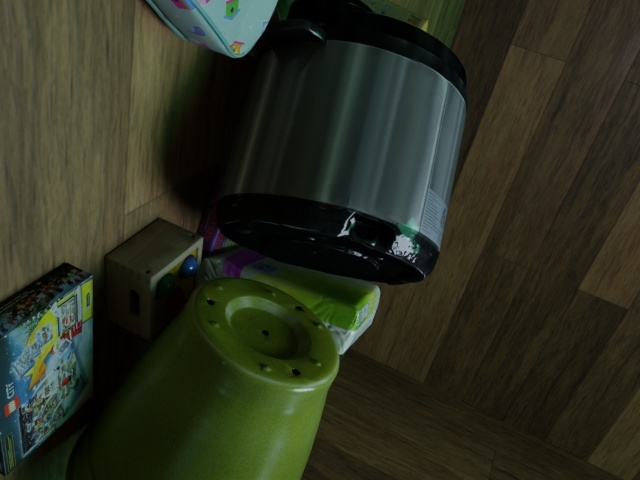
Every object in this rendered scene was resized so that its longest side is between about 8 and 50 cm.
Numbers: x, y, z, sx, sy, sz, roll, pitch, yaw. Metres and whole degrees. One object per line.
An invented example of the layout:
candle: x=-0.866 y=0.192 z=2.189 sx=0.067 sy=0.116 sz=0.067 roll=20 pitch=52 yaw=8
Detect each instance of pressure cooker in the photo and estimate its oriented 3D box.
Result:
pressure cooker: x=0.051 y=-0.165 z=0.968 sx=0.370 sy=0.375 sz=0.421 roll=136 pitch=-32 yaw=-78

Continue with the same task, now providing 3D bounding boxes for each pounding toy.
pounding toy: x=-0.237 y=0.063 z=0.950 sx=0.206 sy=0.094 sz=0.181 roll=-48 pitch=157 yaw=-51

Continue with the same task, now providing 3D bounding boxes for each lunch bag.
lunch bag: x=-0.110 y=-0.380 z=0.678 sx=0.279 sy=0.107 sz=0.224 roll=-67 pitch=161 yaw=-4

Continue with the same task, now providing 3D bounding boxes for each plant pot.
plant pot: x=-0.151 y=0.259 z=0.907 sx=0.353 sy=0.366 sz=0.366 roll=-61 pitch=169 yaw=22

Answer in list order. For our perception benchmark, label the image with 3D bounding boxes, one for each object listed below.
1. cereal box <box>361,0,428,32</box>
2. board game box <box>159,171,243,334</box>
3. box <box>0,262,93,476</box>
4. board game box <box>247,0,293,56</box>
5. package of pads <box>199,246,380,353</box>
cereal box: x=0.087 y=-0.399 z=1.105 sx=0.047 sy=0.240 sz=0.173 roll=-54 pitch=165 yaw=-8
board game box: x=-0.200 y=0.043 z=1.165 sx=0.347 sy=0.056 sz=0.208 roll=-68 pitch=162 yaw=7
box: x=-0.362 y=0.164 z=0.751 sx=0.159 sy=0.044 sz=0.233 roll=-47 pitch=156 yaw=-54
board game box: x=-0.062 y=-0.429 z=0.937 sx=0.124 sy=0.039 sz=0.259 roll=85 pitch=29 yaw=-65
package of pads: x=-0.049 y=0.101 z=1.103 sx=0.229 sy=0.296 sz=0.101 roll=-17 pitch=125 yaw=-72
